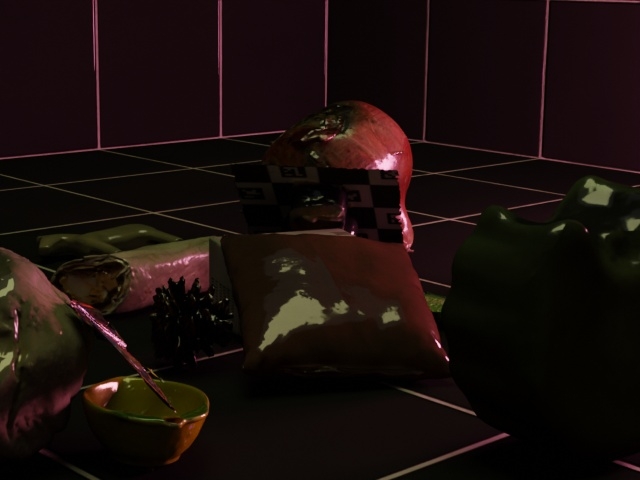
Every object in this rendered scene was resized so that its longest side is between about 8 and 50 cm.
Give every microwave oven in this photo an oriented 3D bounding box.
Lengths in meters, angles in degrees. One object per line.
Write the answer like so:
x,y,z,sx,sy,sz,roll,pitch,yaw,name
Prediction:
-0.048,0.067,2.075,0.240,0.145,0.194,-5,10,-23,microwave oven

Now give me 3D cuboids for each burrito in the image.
-0.308,0.061,2.190,0.143,0.105,0.299,-1,8,45,burrito

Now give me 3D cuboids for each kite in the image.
-0.236,0.128,1.483,0.241,0.014,0.183,40,-6,44,kite

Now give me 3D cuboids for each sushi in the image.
0.000,0.000,2.265,0.296,0.100,0.373,3,-25,6,sushi

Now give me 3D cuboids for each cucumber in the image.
0.176,0.117,2.099,0.220,0.046,0.070,8,16,37,cucumber

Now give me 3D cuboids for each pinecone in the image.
-0.188,0.121,1.838,0.121,0.140,0.140,-3,13,-17,pinecone

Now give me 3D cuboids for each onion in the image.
0.019,-0.112,2.500,0.353,0.354,0.353,1,12,0,onion

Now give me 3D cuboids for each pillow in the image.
0.020,0.090,1.856,0.308,0.108,0.305,3,37,-14,pillow

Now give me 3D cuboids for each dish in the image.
-0.205,0.221,1.492,0.149,0.080,0.207,0,10,-24,dish

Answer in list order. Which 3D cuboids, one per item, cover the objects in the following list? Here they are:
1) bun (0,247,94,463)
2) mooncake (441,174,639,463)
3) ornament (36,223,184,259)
-0.396,0.155,1.476,0.281,0.281,0.205,12,-28,42,bun
0.317,0.093,1.534,0.351,0.351,0.187,-7,11,-34,mooncake
-0.429,0.012,2.505,0.230,0.061,0.245,-12,19,-40,ornament
